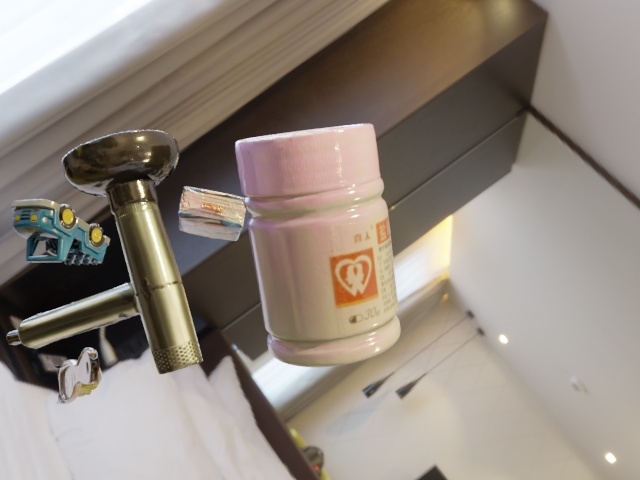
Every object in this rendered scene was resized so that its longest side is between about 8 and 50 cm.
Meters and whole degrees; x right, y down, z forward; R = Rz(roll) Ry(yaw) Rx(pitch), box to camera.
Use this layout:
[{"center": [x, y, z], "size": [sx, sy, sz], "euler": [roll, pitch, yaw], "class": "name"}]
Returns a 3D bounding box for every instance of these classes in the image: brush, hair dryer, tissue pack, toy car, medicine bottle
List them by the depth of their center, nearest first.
[{"center": [-0.318, 0.032, 0.856], "size": [0.156, 0.284, 0.320], "euler": [98, -16, -84], "class": "hair dryer"}, {"center": [0.000, 0.000, 0.906], "size": [0.202, 0.202, 0.315], "euler": [-146, -133, -72], "class": "medicine bottle"}, {"center": [-0.378, 0.216, 1.028], "size": [0.313, 0.067, 0.071], "euler": [-33, -113, 55], "class": "brush"}, {"center": [-0.198, -0.045, 1.143], "size": [0.155, 0.116, 0.065], "euler": [147, -48, -76], "class": "tissue pack"}, {"center": [-0.481, 0.001, 1.163], "size": [0.191, 0.097, 0.100], "euler": [52, 40, -59], "class": "toy car"}]
